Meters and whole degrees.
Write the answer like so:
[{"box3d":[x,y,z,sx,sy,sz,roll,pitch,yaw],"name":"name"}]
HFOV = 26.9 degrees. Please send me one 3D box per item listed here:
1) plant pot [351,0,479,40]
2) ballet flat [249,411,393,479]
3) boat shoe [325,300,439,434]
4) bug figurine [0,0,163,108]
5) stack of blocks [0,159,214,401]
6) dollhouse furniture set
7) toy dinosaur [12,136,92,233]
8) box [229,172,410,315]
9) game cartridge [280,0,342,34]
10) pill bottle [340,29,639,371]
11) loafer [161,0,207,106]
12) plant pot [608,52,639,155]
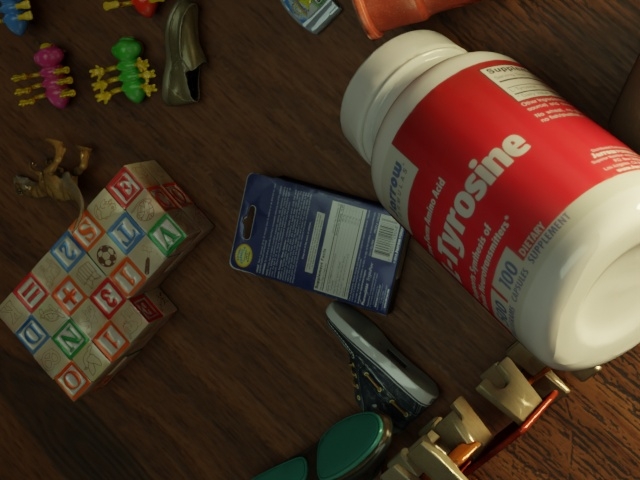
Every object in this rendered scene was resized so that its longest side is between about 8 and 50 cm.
[{"box3d":[0.167,-0.379,1.498,0.265,0.272,0.272,-7,96,13],"name":"plant pot"},{"box3d":[0.013,0.303,1.737,0.096,0.095,0.280,33,131,-31],"name":"ballet flat"},{"box3d":[0.059,0.165,1.714,0.183,0.065,0.083,44,111,9],"name":"boat shoe"},{"box3d":[-0.319,-0.283,1.784,0.279,0.072,0.216,-4,103,17],"name":"bug figurine"},{"box3d":[-0.280,0.055,1.813,0.171,0.087,0.297,47,111,8],"name":"stack of blocks"},{"box3d":[0.198,0.249,1.591,0.135,0.262,0.259,46,144,7],"name":"dollhouse furniture set"},{"box3d":[-0.347,-0.076,1.818,0.211,0.064,0.112,16,93,52],"name":"toy dinosaur"},{"box3d":[0.000,0.000,1.726,0.225,0.036,0.136,17,103,16],"name":"box"},{"box3d":[-0.018,-0.305,1.697,0.056,0.017,0.083,-44,82,25],"name":"game cartridge"},{"box3d":[0.203,-0.063,1.473,0.407,0.229,0.229,46,114,39],"name":"pill bottle"},{"box3d":[-0.173,-0.245,1.747,0.050,0.056,0.148,14,113,18],"name":"loafer"},{"box3d":[0.434,-0.166,1.442,0.263,0.263,0.229,45,128,9],"name":"plant pot"}]
